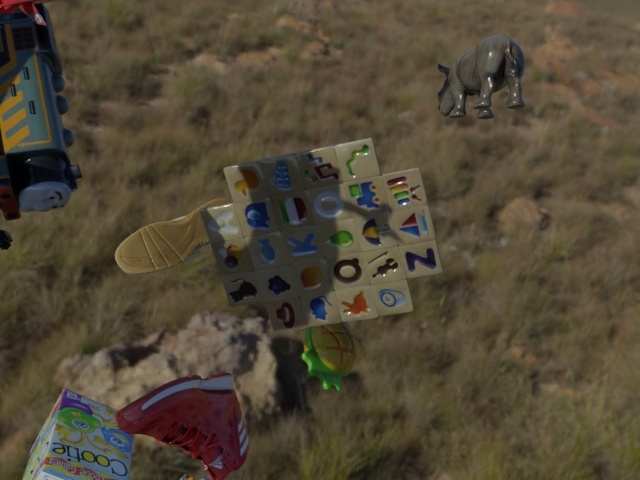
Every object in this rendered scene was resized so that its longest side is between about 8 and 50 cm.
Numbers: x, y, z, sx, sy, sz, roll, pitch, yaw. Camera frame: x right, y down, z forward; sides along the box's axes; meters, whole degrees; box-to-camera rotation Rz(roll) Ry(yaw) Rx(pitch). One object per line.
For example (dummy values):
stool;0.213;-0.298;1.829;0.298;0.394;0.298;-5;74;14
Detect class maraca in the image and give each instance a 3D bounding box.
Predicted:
maraca;0.016;0.220;1.835;0.127;0.099;0.185;42;32;-12

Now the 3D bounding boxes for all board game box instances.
board game box;-0.407;0.388;1.536;0.142;0.144;0.275;27;11;-16

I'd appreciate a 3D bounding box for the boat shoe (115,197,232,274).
boat shoe;-0.295;0.006;1.903;0.277;0.096;0.098;-25;82;-29

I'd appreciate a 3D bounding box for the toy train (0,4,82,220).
toy train;-0.428;-0.174;1.221;0.190;0.142;0.333;-11;67;-13

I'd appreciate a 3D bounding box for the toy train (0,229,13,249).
toy train;-0.461;0.031;1.158;0.158;0.036;0.027;-30;78;-7

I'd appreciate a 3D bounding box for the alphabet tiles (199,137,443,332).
alphabet tiles;0.000;0.000;1.397;0.343;0.285;0.011;-10;23;14

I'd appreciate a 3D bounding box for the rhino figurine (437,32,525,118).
rhino figurine;0.222;-0.230;1.343;0.073;0.106;0.243;4;-1;-15

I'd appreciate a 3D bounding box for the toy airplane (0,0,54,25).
toy airplane;-0.304;-0.231;0.907;0.151;0.028;0.151;-5;25;2

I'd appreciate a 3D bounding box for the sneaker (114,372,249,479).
sneaker;-0.152;0.238;1.142;0.221;0.087;0.128;-3;64;-60

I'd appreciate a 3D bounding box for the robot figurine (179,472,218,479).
robot figurine;-0.131;0.491;1.468;0.291;0.211;0.085;47;55;0
